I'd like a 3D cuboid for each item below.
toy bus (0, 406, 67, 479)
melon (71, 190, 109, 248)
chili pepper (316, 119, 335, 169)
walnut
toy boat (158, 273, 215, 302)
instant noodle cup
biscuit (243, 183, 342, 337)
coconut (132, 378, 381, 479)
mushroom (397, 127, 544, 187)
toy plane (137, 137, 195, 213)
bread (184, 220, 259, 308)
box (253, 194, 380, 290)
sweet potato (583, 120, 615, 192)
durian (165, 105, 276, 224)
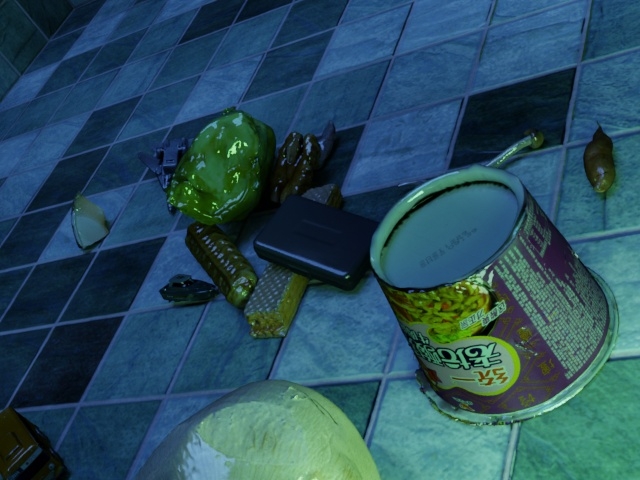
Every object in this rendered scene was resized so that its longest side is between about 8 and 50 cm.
[{"bbox_3d":[-0.591,0.420,1.845,0.098,0.114,0.201,-46,35,-13],"label":"toy bus"},{"bbox_3d":[-0.621,-0.071,2.483,0.093,0.139,0.202,-15,30,-8],"label":"melon"},{"bbox_3d":[0.002,-0.211,2.143,0.050,0.041,0.153,14,61,26],"label":"chili pepper"},{"bbox_3d":[-0.051,-0.156,2.074,0.143,0.069,0.170,18,88,51],"label":"walnut"},{"bbox_3d":[-0.280,0.105,2.004,0.141,0.060,0.055,0,23,36],"label":"toy boat"},{"bbox_3d":[0.236,0.069,1.392,0.340,0.266,0.340,-24,36,19],"label":"instant noodle cup"},{"bbox_3d":[-0.052,0.032,1.885,0.094,0.054,0.378,-8,43,37],"label":"biscuit"},{"bbox_3d":[-0.093,0.377,1.248,0.346,0.346,0.360,-22,1,22],"label":"coconut"},{"bbox_3d":[0.288,-0.139,1.807,0.306,0.043,0.068,-23,18,22],"label":"mushroom"},{"bbox_3d":[-0.383,-0.176,2.407,0.212,0.088,0.267,-6,41,3],"label":"toy plane"},{"bbox_3d":[-0.213,0.043,1.997,0.077,0.084,0.367,1,21,-25],"label":"bread"},{"bbox_3d":[0.000,0.000,1.811,0.230,0.050,0.160,20,56,27],"label":"box"},{"bbox_3d":[0.487,-0.151,1.626,0.056,0.056,0.195,-15,36,30],"label":"sweet potato"},{"bbox_3d":[-0.201,-0.165,2.118,0.255,0.204,0.340,-62,-8,8],"label":"durian"}]
